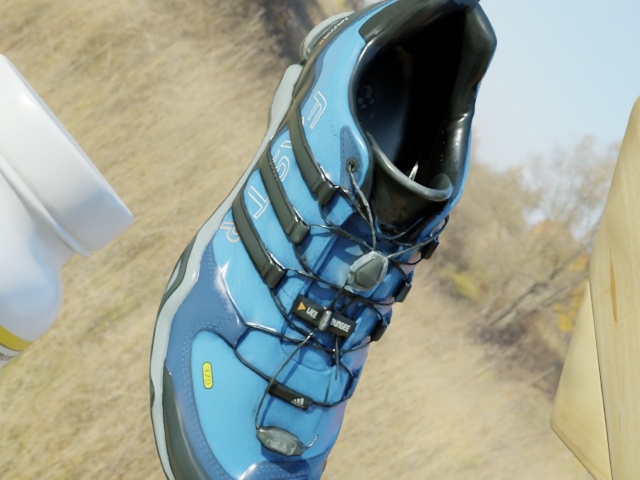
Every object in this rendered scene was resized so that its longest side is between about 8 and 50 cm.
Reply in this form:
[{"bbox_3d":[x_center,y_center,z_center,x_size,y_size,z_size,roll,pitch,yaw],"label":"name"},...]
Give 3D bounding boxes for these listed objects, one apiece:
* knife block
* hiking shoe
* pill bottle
[{"bbox_3d":[0.196,0.074,0.415,0.088,0.275,0.242,11,9,-10],"label":"knife block"},{"bbox_3d":[0.000,0.000,0.477,0.113,0.304,0.132,22,-16,-20],"label":"hiking shoe"},{"bbox_3d":[-0.297,0.034,0.619,0.188,0.334,0.188,50,-7,8],"label":"pill bottle"}]
